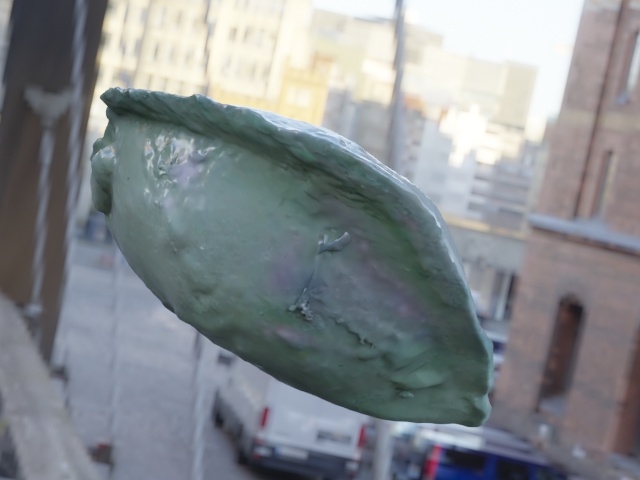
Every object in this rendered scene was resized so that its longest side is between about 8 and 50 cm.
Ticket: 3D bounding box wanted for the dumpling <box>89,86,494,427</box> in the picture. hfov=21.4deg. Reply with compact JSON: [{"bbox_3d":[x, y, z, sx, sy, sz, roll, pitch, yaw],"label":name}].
[{"bbox_3d":[-0.007,0.009,0.700,0.216,0.105,0.149,36,5,-5],"label":"dumpling"}]
